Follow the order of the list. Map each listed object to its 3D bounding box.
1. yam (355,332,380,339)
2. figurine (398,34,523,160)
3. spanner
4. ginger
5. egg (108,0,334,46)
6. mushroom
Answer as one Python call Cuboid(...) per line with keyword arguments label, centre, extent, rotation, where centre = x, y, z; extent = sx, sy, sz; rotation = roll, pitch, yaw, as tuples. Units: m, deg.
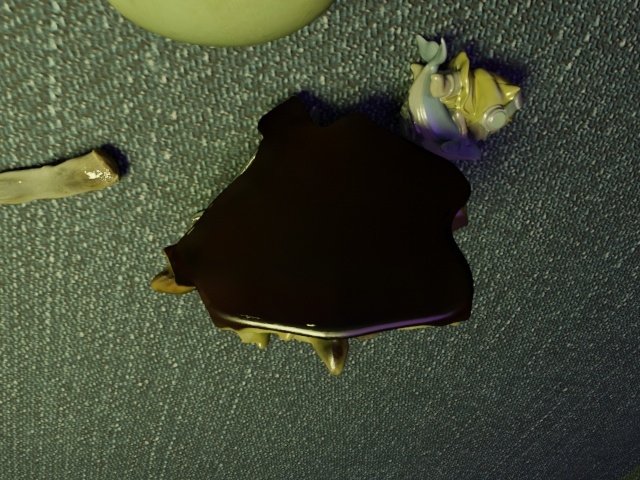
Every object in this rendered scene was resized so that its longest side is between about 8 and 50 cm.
Cuboid(label="yam", centre=(0.077, 0.056, 0.776), extent=(0.130, 0.131, 0.280), rotation=(-6, 128, -7))
Cuboid(label="figurine", centre=(0.204, -0.209, 0.617), extent=(0.183, 0.128, 0.209), rotation=(-27, 121, 5))
Cuboid(label="spanner", centre=(-0.112, -0.113, 0.682), extent=(0.071, 0.018, 0.302), rotation=(33, 112, -28))
Cuboid(label="ginger", centre=(0.000, 0.000, 0.591), extent=(0.412, 0.359, 0.211), rotation=(11, 154, 14))
Cuboid(label="egg", centre=(-0.099, -0.317, 0.423), extent=(0.295, 0.219, 0.219), rotation=(-12, 127, 13))
Cuboid(label="mushroom", centre=(-0.403, -0.092, 0.621), extent=(0.201, 0.054, 0.059), rotation=(-12, 120, 4))
